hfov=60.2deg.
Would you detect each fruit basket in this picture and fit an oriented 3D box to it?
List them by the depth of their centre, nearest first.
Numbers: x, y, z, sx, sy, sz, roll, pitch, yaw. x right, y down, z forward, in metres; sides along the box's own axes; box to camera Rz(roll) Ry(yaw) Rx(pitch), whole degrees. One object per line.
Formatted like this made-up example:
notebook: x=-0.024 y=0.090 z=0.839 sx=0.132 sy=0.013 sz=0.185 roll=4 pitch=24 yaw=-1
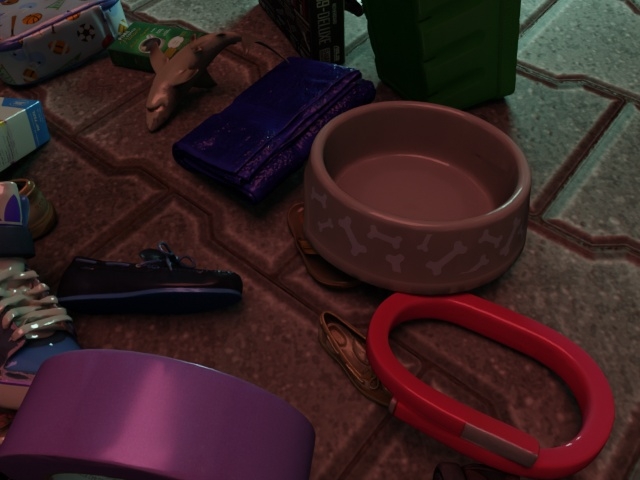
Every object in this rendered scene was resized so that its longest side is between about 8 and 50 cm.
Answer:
fruit basket: x=0.253 y=-0.449 z=0.944 sx=0.392 sy=0.392 sz=0.283 roll=-29 pitch=57 yaw=-18

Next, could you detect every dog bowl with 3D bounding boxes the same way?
dog bowl: x=0.137 y=-0.085 z=0.803 sx=0.349 sy=0.102 sz=0.348 roll=2 pitch=44 yaw=-2

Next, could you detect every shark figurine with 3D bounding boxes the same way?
shark figurine: x=-0.205 y=-0.320 z=1.021 sx=0.278 sy=0.116 sz=0.166 roll=-27 pitch=63 yaw=18

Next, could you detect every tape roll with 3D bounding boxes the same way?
tape roll: x=-0.147 y=0.205 z=0.525 sx=0.275 sy=0.274 sz=0.090 roll=6 pitch=53 yaw=7

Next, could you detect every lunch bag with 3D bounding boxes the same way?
lunch bag: x=-0.575 y=-0.454 z=1.150 sx=0.304 sy=0.114 sz=0.243 roll=-32 pitch=56 yaw=-21

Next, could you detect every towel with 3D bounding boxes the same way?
towel: x=-0.082 y=-0.206 z=0.927 sx=0.228 sy=0.076 sz=0.308 roll=29 pitch=62 yaw=34

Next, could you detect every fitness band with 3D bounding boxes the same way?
fitness band: x=0.193 y=0.156 z=0.655 sx=0.291 sy=0.054 sz=0.209 roll=24 pitch=39 yaw=18

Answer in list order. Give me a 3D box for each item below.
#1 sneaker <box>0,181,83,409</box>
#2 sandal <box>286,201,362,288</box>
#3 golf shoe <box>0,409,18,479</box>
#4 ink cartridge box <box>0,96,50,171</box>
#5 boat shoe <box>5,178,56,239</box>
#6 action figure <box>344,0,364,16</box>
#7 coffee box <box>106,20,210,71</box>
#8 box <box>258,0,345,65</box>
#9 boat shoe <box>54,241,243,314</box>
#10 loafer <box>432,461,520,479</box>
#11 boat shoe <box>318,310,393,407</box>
sneaker: x=-0.391 y=0.049 z=0.682 sx=0.323 sy=0.130 sz=0.236 roll=16 pitch=96 yaw=20
sandal: x=0.000 y=0.000 z=0.814 sx=0.072 sy=0.049 sz=0.180 roll=-23 pitch=55 yaw=-14
golf shoe: x=-0.403 y=0.278 z=0.612 sx=0.186 sy=0.067 sz=0.086 roll=-39 pitch=62 yaw=-24
ink cartridge box: x=-0.576 y=-0.163 z=0.904 sx=0.134 sy=0.077 sz=0.231 roll=6 pitch=33 yaw=7
boat shoe: x=-0.562 y=-0.026 z=0.836 sx=0.286 sy=0.089 sz=0.104 roll=-20 pitch=55 yaw=-12
action figure: x=0.152 y=-0.530 z=1.103 sx=0.276 sy=0.164 sz=0.140 roll=-31 pitch=92 yaw=-42
coffee box: x=-0.327 y=-0.393 z=1.134 sx=0.184 sy=0.040 sz=0.113 roll=13 pitch=54 yaw=12
box: x=-0.052 y=-0.522 z=1.093 sx=0.077 sy=0.242 sz=0.307 roll=-22 pitch=54 yaw=-13
boat shoe: x=-0.235 y=0.046 z=0.753 sx=0.259 sy=0.109 sz=0.088 roll=1 pitch=64 yaw=1
loafer: x=0.178 y=0.355 z=0.505 sx=0.095 sy=0.109 sz=0.302 roll=-2 pitch=50 yaw=-4
boat shoe: x=0.054 y=0.149 z=0.698 sx=0.056 sy=0.048 sz=0.153 roll=-35 pitch=59 yaw=-21
